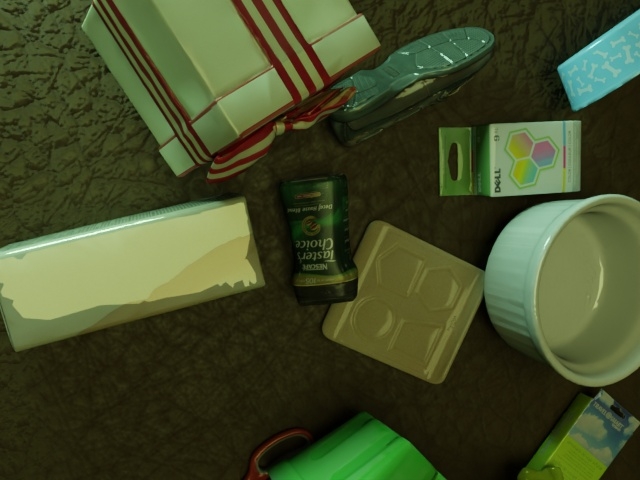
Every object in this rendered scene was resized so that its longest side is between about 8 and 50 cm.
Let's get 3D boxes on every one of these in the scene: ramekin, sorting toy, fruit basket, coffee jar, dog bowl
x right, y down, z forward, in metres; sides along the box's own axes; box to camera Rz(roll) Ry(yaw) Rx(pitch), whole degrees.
[{"bbox_3d":[0.381,0.066,1.063,0.278,0.135,0.277,-3,97,-25],"label":"ramekin"},{"bbox_3d":[0.129,0.095,1.077,0.208,0.038,0.192,25,89,-11],"label":"sorting toy"},{"bbox_3d":[0.052,0.473,0.975,0.393,0.283,0.391,0,91,-17],"label":"fruit basket"},{"bbox_3d":[0.000,0.000,1.003,0.096,0.079,0.184,-7,98,9],"label":"coffee jar"},{"bbox_3d":[0.485,-0.306,1.064,0.297,0.166,0.074,-36,92,-8],"label":"dog bowl"}]

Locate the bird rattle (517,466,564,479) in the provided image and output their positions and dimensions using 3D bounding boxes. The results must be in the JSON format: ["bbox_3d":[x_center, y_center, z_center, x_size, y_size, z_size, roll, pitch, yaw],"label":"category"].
[{"bbox_3d":[0.342,0.485,1.092,0.143,0.207,0.253,-20,84,-54],"label":"bird rattle"}]

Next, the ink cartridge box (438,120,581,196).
[{"bbox_3d":[0.289,-0.124,1.078,0.210,0.062,0.108,-4,97,-14],"label":"ink cartridge box"}]

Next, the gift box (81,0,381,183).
[{"bbox_3d":[-0.107,-0.232,0.876,0.255,0.276,0.258,-37,100,-22],"label":"gift box"}]

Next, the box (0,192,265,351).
[{"bbox_3d":[-0.243,0.031,0.917,0.311,0.148,0.121,-14,100,-11],"label":"box"}]

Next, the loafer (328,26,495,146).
[{"bbox_3d":[0.130,-0.223,1.027,0.268,0.096,0.084,-26,138,-8],"label":"loafer"}]

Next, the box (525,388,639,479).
[{"bbox_3d":[0.434,0.339,1.173,0.109,0.042,0.178,40,85,-15],"label":"box"}]

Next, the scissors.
[{"bbox_3d":[-0.133,0.382,1.047,0.297,0.021,0.108,-26,104,-9],"label":"scissors"}]
